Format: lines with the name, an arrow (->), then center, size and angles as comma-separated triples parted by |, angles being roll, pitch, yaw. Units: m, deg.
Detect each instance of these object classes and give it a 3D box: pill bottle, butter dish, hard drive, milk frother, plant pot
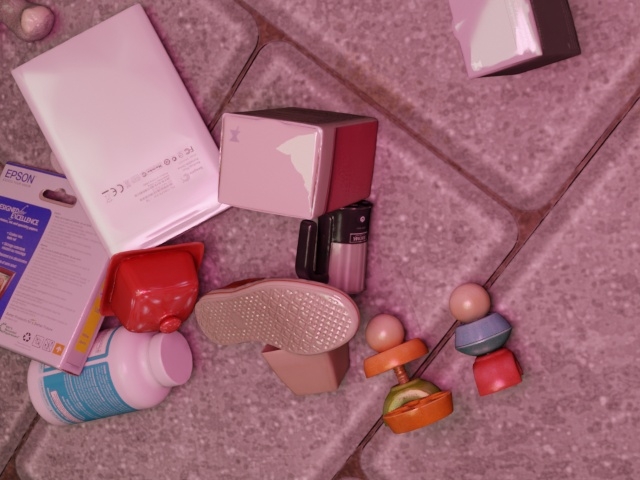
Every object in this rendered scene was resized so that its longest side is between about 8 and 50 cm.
pill bottle -> -0.348, 0.221, 1.641 | 0.264, 0.146, 0.146 | -15, 95, 25
butter dish -> -0.252, 0.094, 1.537 | 0.118, 0.160, 0.160 | 62, 145, 33
hard drive -> -0.304, -0.165, 1.555 | 0.233, 0.047, 0.353 | -28, 89, -1
milk frother -> 0.000, 0.000, 1.492 | 0.143, 0.129, 0.135 | -151, 63, -61
plant pot -> -0.012, 0.179, 1.520 | 0.109, 0.109, 0.096 | -13, 110, 24

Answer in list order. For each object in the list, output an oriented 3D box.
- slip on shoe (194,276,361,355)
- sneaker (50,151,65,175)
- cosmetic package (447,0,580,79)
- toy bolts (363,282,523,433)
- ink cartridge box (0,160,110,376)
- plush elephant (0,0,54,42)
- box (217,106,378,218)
slip on shoe -> -0.059, 0.100, 1.467 | 0.331, 0.101, 0.123 | -6, 110, 49
sneaker -> -0.415, -0.168, 1.651 | 0.051, 0.070, 0.134 | 29, 140, 6
cosmetic package -> 0.248, -0.279, 1.243 | 0.107, 0.238, 0.127 | -15, 95, 25
toy bolts -> 0.166, 0.160, 1.401 | 0.228, 0.218, 0.158 | -22, 85, 7
ink cartridge box -> -0.472, 0.040, 1.652 | 0.303, 0.072, 0.307 | 14, 73, 29
plush elephant -> -0.649, -0.381, 1.585 | 0.272, 0.255, 0.330 | -36, 86, 24
box -> -0.028, -0.116, 1.393 | 0.148, 0.232, 0.127 | 11, 104, 21
